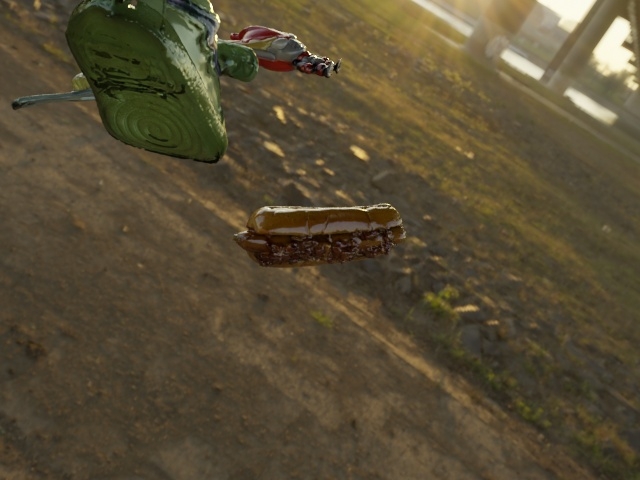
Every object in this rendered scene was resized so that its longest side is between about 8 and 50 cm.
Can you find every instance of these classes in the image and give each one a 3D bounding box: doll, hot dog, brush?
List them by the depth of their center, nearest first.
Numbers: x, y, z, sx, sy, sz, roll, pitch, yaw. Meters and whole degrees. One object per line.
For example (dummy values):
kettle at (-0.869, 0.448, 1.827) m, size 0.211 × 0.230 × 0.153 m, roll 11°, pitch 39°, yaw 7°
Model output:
hot dog at (0.000, 0.000, 1.019) m, size 0.249 × 0.102 × 0.076 m, roll -2°, pitch 51°, yaw -17°
doll at (-0.056, -0.265, 1.042) m, size 0.169 × 0.057 × 0.109 m, roll 27°, pitch 36°, yaw 13°
brush at (-0.506, -0.317, 1.510) m, size 0.297 × 0.068 × 0.060 m, roll -24°, pitch 98°, yaw -51°

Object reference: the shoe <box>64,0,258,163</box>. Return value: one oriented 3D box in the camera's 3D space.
shoe at (-0.147, -0.163, 0.721) m, size 0.140 × 0.128 × 0.262 m, roll 25°, pitch -15°, yaw 15°
